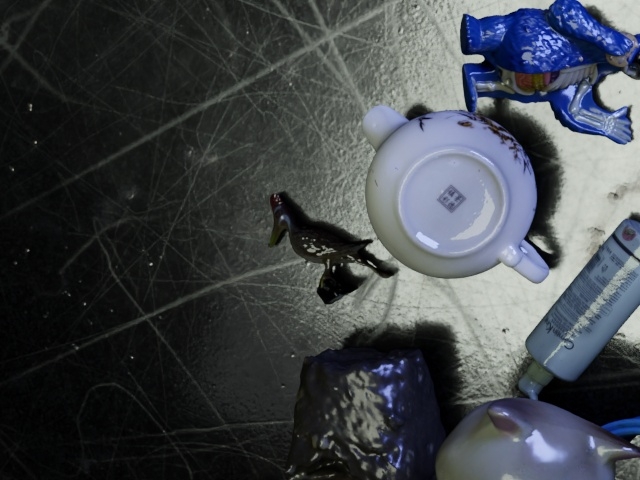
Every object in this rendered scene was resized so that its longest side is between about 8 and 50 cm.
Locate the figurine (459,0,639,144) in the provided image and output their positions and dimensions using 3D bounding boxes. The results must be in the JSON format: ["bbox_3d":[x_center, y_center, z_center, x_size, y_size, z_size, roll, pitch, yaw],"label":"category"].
[{"bbox_3d":[0.298,-0.229,1.546,0.262,0.120,0.164,11,123,-2],"label":"figurine"}]

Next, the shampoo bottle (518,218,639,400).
[{"bbox_3d":[0.340,0.096,1.584,0.085,0.085,0.262,40,109,11],"label":"shampoo bottle"}]

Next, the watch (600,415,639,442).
[{"bbox_3d":[0.416,0.367,1.540,0.305,0.241,0.274,-49,64,25],"label":"watch"}]

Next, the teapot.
[{"bbox_3d":[0.174,-0.045,1.560,0.300,0.166,0.208,43,90,-16],"label":"teapot"}]

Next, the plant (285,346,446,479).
[{"bbox_3d":[0.065,0.281,1.662,0.188,0.199,0.276,-7,91,27],"label":"plant"}]

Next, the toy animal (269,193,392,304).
[{"bbox_3d":[-0.003,0.011,1.722,0.202,0.070,0.105,45,99,15],"label":"toy animal"}]

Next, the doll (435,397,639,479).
[{"bbox_3d":[0.208,0.347,1.482,0.215,0.226,0.370,21,105,-5],"label":"doll"}]
